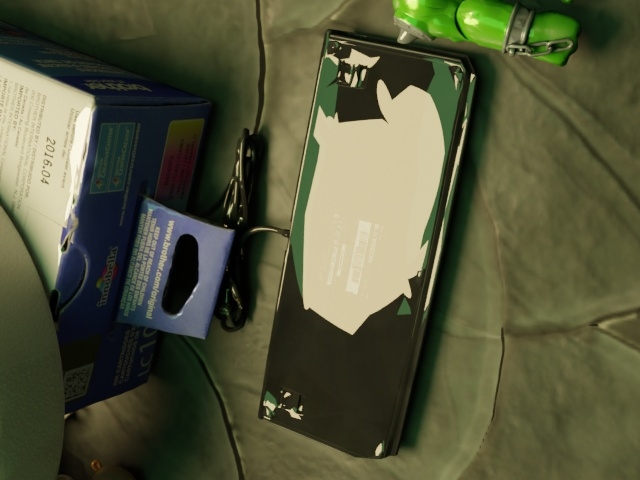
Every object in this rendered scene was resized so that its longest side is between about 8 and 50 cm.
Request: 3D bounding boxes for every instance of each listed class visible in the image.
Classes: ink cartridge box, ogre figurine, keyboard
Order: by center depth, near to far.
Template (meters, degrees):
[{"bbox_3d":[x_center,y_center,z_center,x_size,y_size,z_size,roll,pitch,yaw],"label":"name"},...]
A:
[{"bbox_3d":[0.095,-0.204,0.598,0.118,0.097,0.197,-11,108,12],"label":"ogre figurine"},{"bbox_3d":[0.000,0.000,0.714,0.201,0.033,0.317,17,105,24],"label":"keyboard"},{"bbox_3d":[-0.262,-0.032,0.780,0.395,0.151,0.270,25,109,26],"label":"ink cartridge box"}]

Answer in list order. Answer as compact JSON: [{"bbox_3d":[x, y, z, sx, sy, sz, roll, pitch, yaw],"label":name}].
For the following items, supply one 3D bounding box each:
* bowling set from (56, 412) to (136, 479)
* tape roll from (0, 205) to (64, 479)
[{"bbox_3d":[-0.323,0.211,0.880,0.287,0.154,0.200,50,135,14],"label":"bowling set"},{"bbox_3d":[-0.368,0.105,0.735,0.392,0.072,0.392,4,98,28],"label":"tape roll"}]
